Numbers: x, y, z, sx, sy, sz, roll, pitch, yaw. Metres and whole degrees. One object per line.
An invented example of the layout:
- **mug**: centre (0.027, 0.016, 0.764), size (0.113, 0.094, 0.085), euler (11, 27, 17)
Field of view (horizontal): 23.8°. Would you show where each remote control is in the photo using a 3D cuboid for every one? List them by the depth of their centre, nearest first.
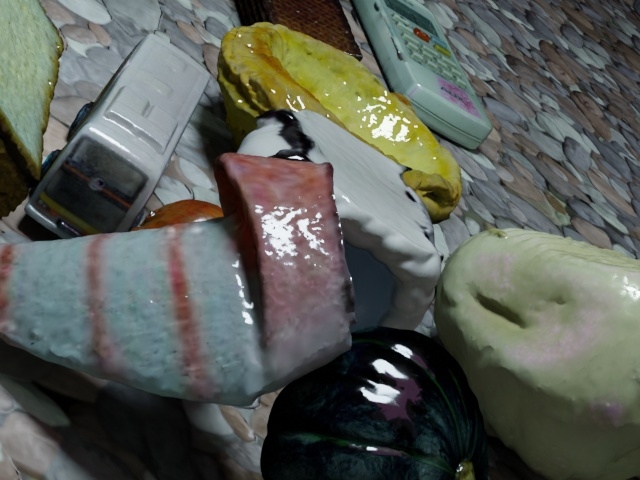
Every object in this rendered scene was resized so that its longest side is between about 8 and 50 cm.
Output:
- **remote control**: centre (0.133, -0.252, 2.078), size (0.145, 0.050, 0.344), euler (26, 26, -30)

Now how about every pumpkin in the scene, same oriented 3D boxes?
- **pumpkin**: centre (0.042, 0.152, 1.037), size (0.150, 0.194, 0.194), euler (30, 17, 26)

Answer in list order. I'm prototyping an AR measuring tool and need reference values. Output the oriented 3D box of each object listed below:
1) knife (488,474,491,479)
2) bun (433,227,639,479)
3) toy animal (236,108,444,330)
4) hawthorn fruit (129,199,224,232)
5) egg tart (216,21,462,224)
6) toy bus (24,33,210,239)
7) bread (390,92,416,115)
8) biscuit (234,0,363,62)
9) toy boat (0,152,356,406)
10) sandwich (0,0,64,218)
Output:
- **knife**: centre (0.124, 0.182, 1.312), size (0.060, 0.028, 0.230), euler (40, 16, -33)
- **bun**: centre (0.267, 0.120, 1.400), size (0.361, 0.213, 0.361), euler (18, 4, -1)
- **toy animal**: centre (0.000, 0.000, 1.281), size (0.204, 0.156, 0.208), euler (29, 17, -20)
- **hawthorn fruit**: centre (-0.096, 0.027, 1.129), size (0.128, 0.128, 0.128), euler (33, 24, -17)
- **egg tart**: centre (0.006, -0.097, 1.512), size (0.294, 0.123, 0.294), euler (34, 20, -14)
- **toy bus**: centre (-0.159, -0.083, 1.246), size (0.092, 0.106, 0.268), euler (34, 23, -9)
- **bread**: centre (0.063, -0.150, 1.789), size (0.052, 0.044, 0.157), euler (54, 27, 15)
- **biscuit**: centre (-0.030, -0.248, 1.761), size (0.106, 0.070, 0.252), euler (8, 34, -18)
- **toy boat**: centre (-0.123, 0.029, 1.006), size (0.282, 0.096, 0.206), euler (-4, 52, -4)
- **sandwich**: centre (-0.286, -0.168, 1.097), size (0.273, 0.095, 0.249), euler (-99, 164, -59)
